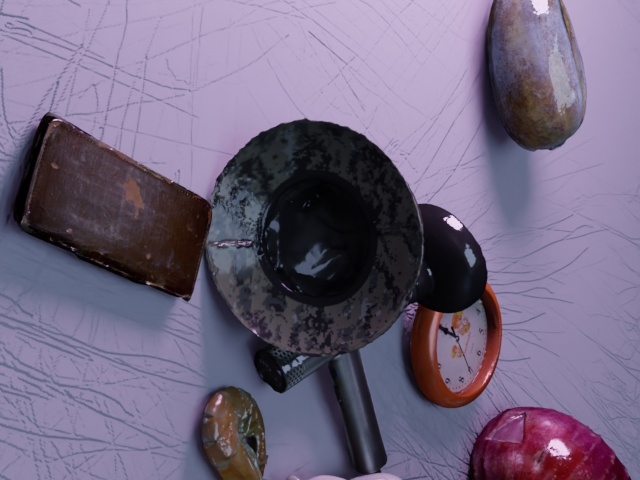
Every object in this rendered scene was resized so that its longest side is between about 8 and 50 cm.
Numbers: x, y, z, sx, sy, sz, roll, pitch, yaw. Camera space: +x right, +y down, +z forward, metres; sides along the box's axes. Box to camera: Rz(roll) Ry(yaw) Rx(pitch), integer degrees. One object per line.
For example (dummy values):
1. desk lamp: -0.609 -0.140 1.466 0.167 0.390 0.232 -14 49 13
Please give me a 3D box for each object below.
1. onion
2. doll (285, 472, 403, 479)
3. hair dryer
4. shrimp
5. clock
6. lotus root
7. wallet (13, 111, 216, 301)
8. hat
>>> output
1. onion: 0.372 0.390 1.464 0.256 0.230 0.272 49 64 -36
2. doll: 0.035 0.342 1.166 0.180 0.106 0.110 11 86 -44
3. hair dryer: 0.068 0.148 1.245 0.320 0.155 0.284 -38 139 -26
4. shrimp: -0.088 0.249 1.094 0.099 0.041 0.180 -52 126 -52
5. clock: 0.200 0.144 1.393 0.205 0.051 0.205 -3 94 -47
6. lotus root: 0.322 -0.299 1.464 0.158 0.139 0.322 -26 105 -63
7. wallet: -0.204 -0.027 0.959 0.232 0.031 0.122 31 64 -46
8. hat: 0.000 0.000 1.102 0.128 0.265 0.266 18 75 -81
